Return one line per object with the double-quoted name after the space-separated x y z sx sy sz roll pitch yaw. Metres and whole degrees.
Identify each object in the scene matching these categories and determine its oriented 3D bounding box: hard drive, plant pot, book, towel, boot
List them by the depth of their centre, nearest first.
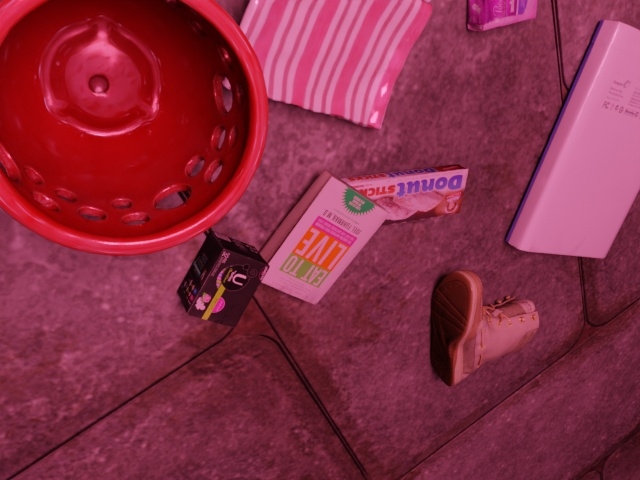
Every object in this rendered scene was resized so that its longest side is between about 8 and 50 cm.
-0.155 -0.108 0.407 0.191 0.174 0.191 -12 120 -22 "plant pot"
0.014 -0.192 0.522 0.197 0.029 0.144 5 118 -40 "towel"
0.000 0.000 0.624 0.096 0.035 0.144 29 106 -32 "book"
0.414 -0.129 0.790 0.210 0.040 0.318 5 113 -30 "hard drive"
0.254 0.113 0.813 0.165 0.077 0.213 -18 128 -19 "boot"

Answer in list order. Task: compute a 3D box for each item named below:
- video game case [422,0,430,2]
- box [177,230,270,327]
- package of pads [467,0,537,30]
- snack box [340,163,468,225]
0.125 -0.364 0.516 0.190 0.022 0.173 -46 128 1 "video game case"
-0.108 0.043 0.592 0.062 0.052 0.083 23 102 -35 "box"
0.207 -0.269 0.606 0.083 0.032 0.050 -19 121 -19 "package of pads"
0.102 -0.054 0.672 0.178 0.022 0.064 -10 120 -23 "snack box"
